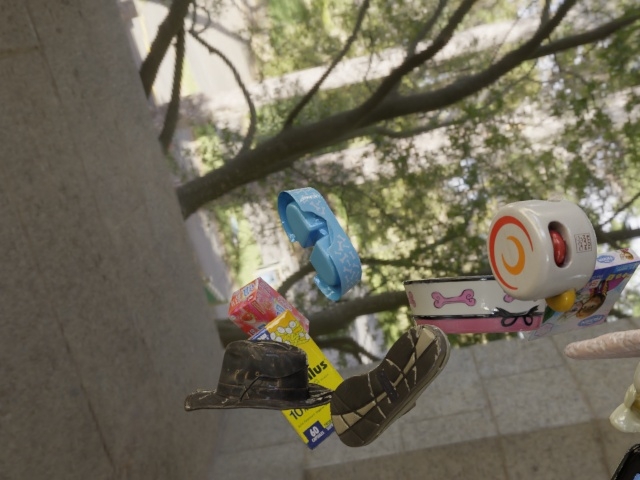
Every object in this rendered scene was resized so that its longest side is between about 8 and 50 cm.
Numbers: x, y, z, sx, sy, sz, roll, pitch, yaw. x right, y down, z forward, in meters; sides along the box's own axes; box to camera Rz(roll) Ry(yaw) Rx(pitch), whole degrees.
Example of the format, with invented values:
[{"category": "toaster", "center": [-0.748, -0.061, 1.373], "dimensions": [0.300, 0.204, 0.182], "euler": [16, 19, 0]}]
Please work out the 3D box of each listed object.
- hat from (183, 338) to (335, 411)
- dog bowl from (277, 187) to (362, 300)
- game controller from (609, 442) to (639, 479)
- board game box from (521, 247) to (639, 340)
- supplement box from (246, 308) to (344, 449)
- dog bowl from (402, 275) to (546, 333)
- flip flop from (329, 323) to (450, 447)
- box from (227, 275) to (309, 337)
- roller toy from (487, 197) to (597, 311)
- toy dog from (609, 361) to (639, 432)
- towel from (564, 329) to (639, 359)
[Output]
[{"category": "hat", "center": [-0.124, 0.272, 1.491], "dimensions": [0.331, 0.331, 0.134], "euler": [15, 71, -83]}, {"category": "dog bowl", "center": [0.000, 0.000, 1.724], "dimensions": [0.297, 0.074, 0.166], "euler": [59, -23, 18]}, {"category": "game controller", "center": [0.737, 0.615, 1.670], "dimensions": [0.067, 0.166, 0.319], "euler": [-67, 176, -71]}, {"category": "board game box", "center": [0.841, 0.179, 2.342], "dimensions": [0.318, 0.318, 0.066], "euler": [100, -27, -43]}, {"category": "supplement box", "center": [-0.066, 0.407, 2.102], "dimensions": [0.357, 0.194, 0.195], "euler": [51, -13, 8]}, {"category": "dog bowl", "center": [0.437, 0.178, 2.007], "dimensions": [0.408, 0.407, 0.151], "euler": [30, 57, -81]}, {"category": "flip flop", "center": [0.115, 0.236, 1.144], "dimensions": [0.080, 0.277, 0.112], "euler": [14, 37, -42]}, {"category": "box", "center": [-0.167, 0.257, 2.345], "dimensions": [0.257, 0.128, 0.123], "euler": [46, 27, -26]}, {"category": "roller toy", "center": [0.433, 0.017, 1.392], "dimensions": [0.209, 0.146, 0.191], "euler": [-118, -151, -45]}, {"category": "toy dog", "center": [1.196, 0.448, 2.356], "dimensions": [0.395, 0.284, 0.408], "euler": [-26, 133, -42]}, {"category": "towel", "center": [0.809, 0.245, 1.727], "dimensions": [0.332, 0.316, 0.054], "euler": [124, -37, -72]}]
